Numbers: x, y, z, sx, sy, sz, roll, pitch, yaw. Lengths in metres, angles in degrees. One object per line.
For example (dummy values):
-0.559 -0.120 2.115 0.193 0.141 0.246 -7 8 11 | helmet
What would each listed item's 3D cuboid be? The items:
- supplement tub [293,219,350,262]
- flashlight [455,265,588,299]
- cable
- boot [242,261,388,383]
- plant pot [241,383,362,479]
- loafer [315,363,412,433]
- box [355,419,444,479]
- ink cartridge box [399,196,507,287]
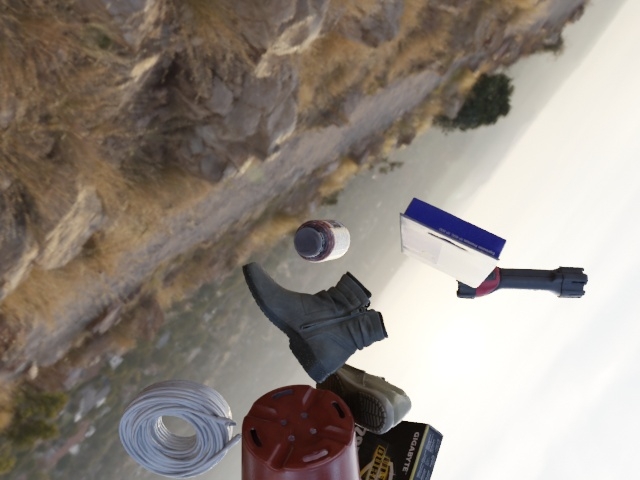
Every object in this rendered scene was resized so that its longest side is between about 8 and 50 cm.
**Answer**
0.000 0.000 1.617 0.106 0.106 0.198 -56 167 11 | supplement tub
0.494 0.103 1.636 0.103 0.304 0.103 -74 164 -61 | flashlight
-0.336 0.440 1.542 0.257 0.257 0.089 -51 -168 22 | cable
-0.007 0.102 1.101 0.161 0.246 0.083 -38 165 -2 | boot
-0.038 0.434 1.226 0.272 0.273 0.264 -44 141 -47 | plant pot
0.079 0.304 1.284 0.092 0.269 0.101 0 99 -31 | loafer
0.137 0.597 1.605 0.257 0.079 0.321 -10 -133 49 | box
0.236 0.006 1.208 0.069 0.176 0.371 -63 169 -4 | ink cartridge box
